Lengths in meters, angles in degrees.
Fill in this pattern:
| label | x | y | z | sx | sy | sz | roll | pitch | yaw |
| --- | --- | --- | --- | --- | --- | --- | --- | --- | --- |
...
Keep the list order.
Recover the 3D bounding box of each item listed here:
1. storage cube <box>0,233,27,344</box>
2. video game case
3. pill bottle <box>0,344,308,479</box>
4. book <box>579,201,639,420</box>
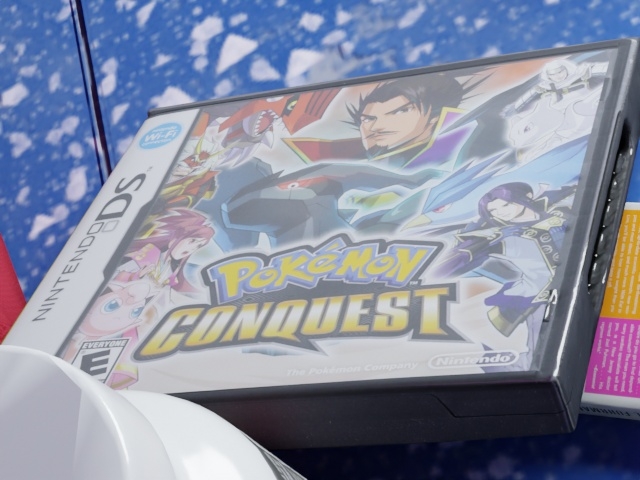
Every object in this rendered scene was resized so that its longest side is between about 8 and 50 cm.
| label | x | y | z | sx | sy | sz | roll | pitch | yaw |
| --- | --- | --- | --- | --- | --- | --- | --- | --- | --- |
| storage cube | -0.281 | 0.038 | 0.833 | 0.215 | 0.183 | 0.193 | -33 | 54 | 8 |
| video game case | 0.000 | 0.000 | 0.734 | 0.274 | 0.035 | 0.248 | -6 | 34 | 24 |
| pill bottle | -0.058 | 0.150 | 0.602 | 0.162 | 0.278 | 0.162 | -12 | 59 | 21 |
| book | 0.151 | 0.032 | 0.709 | 0.144 | 0.035 | 0.096 | 5 | 70 | 29 |
